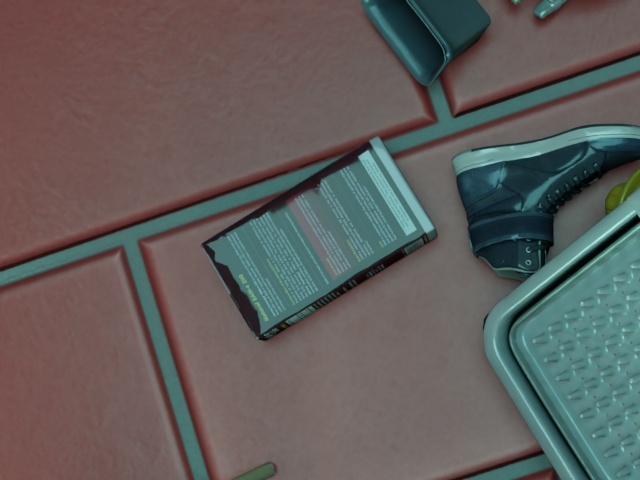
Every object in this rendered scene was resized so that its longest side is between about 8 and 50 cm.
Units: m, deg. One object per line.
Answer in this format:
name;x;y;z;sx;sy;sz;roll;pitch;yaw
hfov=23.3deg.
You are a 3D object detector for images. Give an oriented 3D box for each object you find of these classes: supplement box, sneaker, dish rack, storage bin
supplement box;0.000;0.000;1.783;0.239;0.073;0.130;-31;80;2
sneaker;0.270;-0.036;1.741;0.226;0.086;0.163;-12;72;14
dish rack;0.353;0.113;1.614;0.333;0.072;0.285;-42;70;31
storage bin;0.125;-0.259;1.795;0.091;0.098;0.135;-31;79;-26

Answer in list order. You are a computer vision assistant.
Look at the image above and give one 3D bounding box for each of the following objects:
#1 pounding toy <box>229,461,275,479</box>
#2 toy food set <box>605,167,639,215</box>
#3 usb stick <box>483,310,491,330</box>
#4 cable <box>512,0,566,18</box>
pounding toy;-0.068;0.364;1.690;0.183;0.110;0.237;-13;79;-32
toy food set;0.391;-0.027;1.725;0.218;0.071;0.128;2;96;-31
usb stick;0.280;0.185;1.742;0.077;0.045;0.278;-32;81;2
cable;0.287;-0.414;1.763;0.257;0.089;0.257;-30;93;-5
